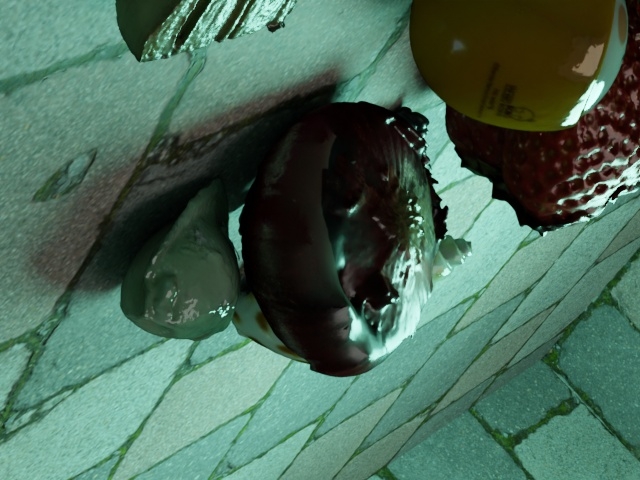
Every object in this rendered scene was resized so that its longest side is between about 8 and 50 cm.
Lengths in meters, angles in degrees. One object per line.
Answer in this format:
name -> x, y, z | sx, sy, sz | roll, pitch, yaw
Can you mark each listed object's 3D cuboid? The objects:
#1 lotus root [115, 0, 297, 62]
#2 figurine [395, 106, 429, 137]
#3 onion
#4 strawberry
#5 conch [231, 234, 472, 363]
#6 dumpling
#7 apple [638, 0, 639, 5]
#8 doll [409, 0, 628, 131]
lotus root -> -0.063, -0.199, 1.146 | 0.143, 0.070, 0.144 | -16, 154, -47
figurine -> 0.056, -0.087, 1.792 | 0.077, 0.079, 0.136 | 89, 26, -66
onion -> 0.000, 0.000, 1.632 | 0.195, 0.272, 0.272 | -1, -169, 33
strawberry -> 0.259, -0.165, 1.766 | 0.238, 0.250, 0.288 | -23, 131, -36
conch -> 0.037, 0.054, 1.935 | 0.275, 0.149, 0.183 | -41, 169, 1
dumpling -> -0.113, 0.030, 1.571 | 0.149, 0.105, 0.217 | -43, 165, 0
apple -> 0.408, -0.275, 1.646 | 0.201, 0.218, 0.218 | -19, 169, 11
doll -> 0.185, -0.224, 1.532 | 0.213, 0.213, 0.236 | 106, -4, -63
